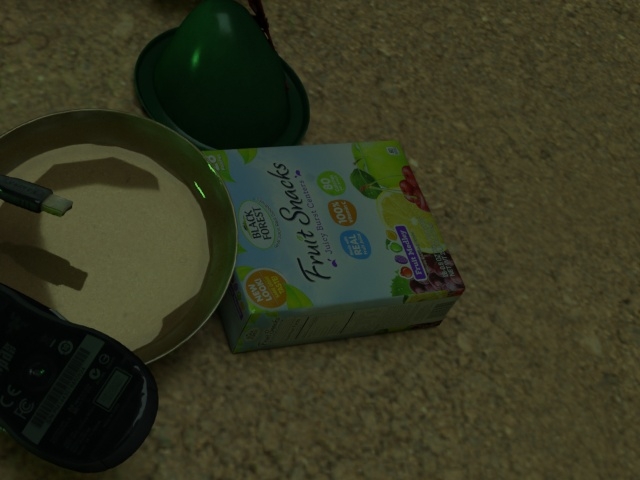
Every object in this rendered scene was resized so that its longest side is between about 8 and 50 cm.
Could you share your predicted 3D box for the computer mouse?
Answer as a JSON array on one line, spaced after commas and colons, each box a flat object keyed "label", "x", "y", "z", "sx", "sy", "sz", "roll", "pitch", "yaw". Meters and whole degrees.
[{"label": "computer mouse", "x": -0.213, "y": 0.056, "z": 0.840, "sx": 0.262, "sy": 0.060, "sz": 0.184, "roll": 21, "pitch": 70, "yaw": 16}]

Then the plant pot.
[{"label": "plant pot", "x": -0.185, "y": 0.002, "z": 0.916, "sx": 0.236, "sy": 0.032, "sz": 0.236, "roll": 2, "pitch": 66, "yaw": -5}]

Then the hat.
[{"label": "hat", "x": -0.077, "y": -0.204, "z": 1.057, "sx": 0.173, "sy": 0.183, "sz": 0.208, "roll": -32, "pitch": 72, "yaw": -36}]

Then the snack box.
[{"label": "snack box", "x": 0.000, "y": 0.000, "z": 1.006, "sx": 0.207, "sy": 0.070, "sz": 0.174, "roll": -7, "pitch": 57, "yaw": -25}]
